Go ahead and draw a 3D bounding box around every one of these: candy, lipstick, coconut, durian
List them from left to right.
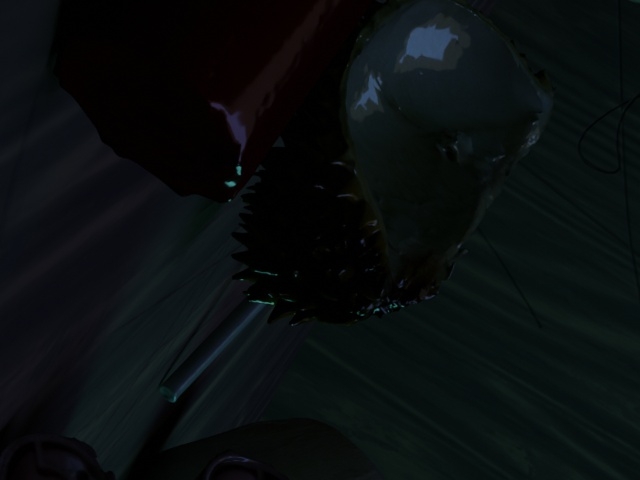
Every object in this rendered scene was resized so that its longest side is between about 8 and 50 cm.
[{"bbox_3d":[-0.037,0.269,1.464,0.247,0.245,0.245,-6,142,-31],"label":"coconut"},{"bbox_3d":[0.000,0.000,1.357,0.365,0.124,0.124,-47,170,-34],"label":"candy"},{"bbox_3d":[0.018,-0.137,0.573,0.280,0.073,0.073,-57,176,-27],"label":"lipstick"},{"bbox_3d":[0.040,-0.054,1.017,0.252,0.139,0.144,-55,170,-47],"label":"durian"}]

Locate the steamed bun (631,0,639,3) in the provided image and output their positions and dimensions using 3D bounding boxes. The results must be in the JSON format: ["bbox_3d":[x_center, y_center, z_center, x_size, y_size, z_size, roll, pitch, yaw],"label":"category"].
[{"bbox_3d":[0.172,-0.250,0.794,0.289,0.203,0.276,117,-21,-62],"label":"steamed bun"}]

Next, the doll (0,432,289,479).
[{"bbox_3d":[-0.106,0.222,0.859,0.268,0.216,0.284,-51,-140,35],"label":"doll"}]
